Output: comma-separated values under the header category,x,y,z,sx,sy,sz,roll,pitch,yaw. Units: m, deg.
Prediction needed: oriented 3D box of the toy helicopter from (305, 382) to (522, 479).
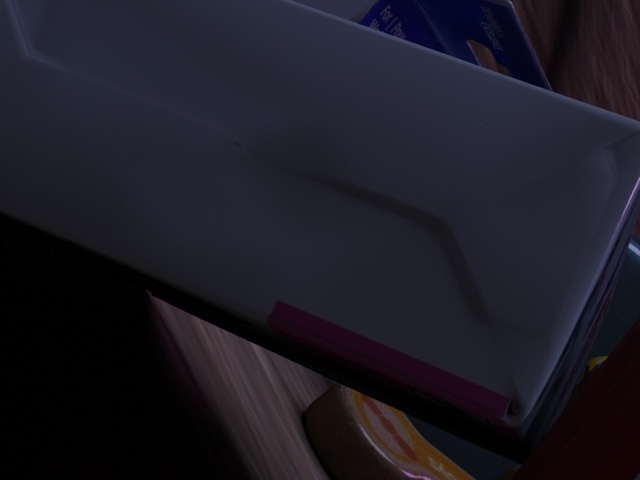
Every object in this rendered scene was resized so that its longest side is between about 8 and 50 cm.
category,x,y,z,sx,sy,sz,roll,pitch,yaw
toy helicopter,0.125,0.218,0.829,0.355,0.140,0.235,40,22,-21

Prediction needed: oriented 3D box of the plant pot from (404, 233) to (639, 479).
category,x,y,z,sx,sy,sz,roll,pitch,yaw
plant pot,0.120,0.027,1.090,0.252,0.248,0.247,42,10,-5

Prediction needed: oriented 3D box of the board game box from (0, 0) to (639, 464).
category,x,y,z,sx,sy,sz,roll,pitch,yaw
board game box,0.000,0.000,0.506,0.224,0.098,0.303,23,-5,14

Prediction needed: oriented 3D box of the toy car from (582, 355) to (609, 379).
category,x,y,z,sx,sy,sz,roll,pitch,yaw
toy car,0.300,0.168,0.916,0.239,0.053,0.225,-6,71,-46

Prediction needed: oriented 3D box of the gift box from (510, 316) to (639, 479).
category,x,y,z,sx,sy,sz,roll,pitch,yaw
gift box,0.136,0.195,0.467,0.255,0.276,0.258,44,7,23

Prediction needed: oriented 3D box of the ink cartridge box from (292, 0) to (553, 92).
category,x,y,z,sx,sy,sz,roll,pitch,yaw
ink cartridge box,-0.053,-0.101,0.611,0.332,0.065,0.165,21,-7,25

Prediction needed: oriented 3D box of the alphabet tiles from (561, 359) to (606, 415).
category,x,y,z,sx,sy,sz,roll,pitch,yaw
alphabet tiles,0.195,0.182,0.675,0.237,0.009,0.198,61,-15,17
